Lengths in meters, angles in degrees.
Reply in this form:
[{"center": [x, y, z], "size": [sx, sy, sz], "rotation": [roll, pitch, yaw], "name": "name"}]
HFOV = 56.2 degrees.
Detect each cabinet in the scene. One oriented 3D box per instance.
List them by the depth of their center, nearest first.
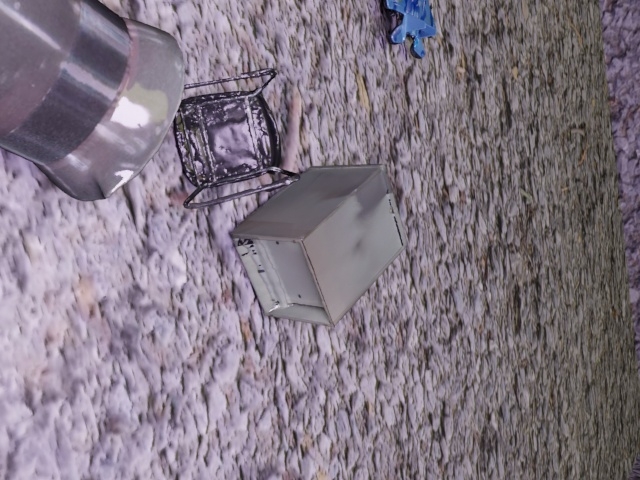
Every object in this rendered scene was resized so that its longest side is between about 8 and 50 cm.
[{"center": [0.000, 0.000, 0.880], "size": [0.206, 0.150, 0.145], "rotation": [-43, 125, -39], "name": "cabinet"}]

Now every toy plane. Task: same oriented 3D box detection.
[{"center": [0.170, -0.483, 1.143], "size": [0.169, 0.078, 0.247], "rotation": [4, 79, -48], "name": "toy plane"}]

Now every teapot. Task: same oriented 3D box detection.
[{"center": [-0.311, -0.202, 0.502], "size": [0.344, 0.253, 0.300], "rotation": [31, 35, -51], "name": "teapot"}]

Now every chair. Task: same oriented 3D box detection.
[{"center": [-0.118, -0.136, 0.795], "size": [0.145, 0.221, 0.140], "rotation": [-13, 102, -4], "name": "chair"}]
